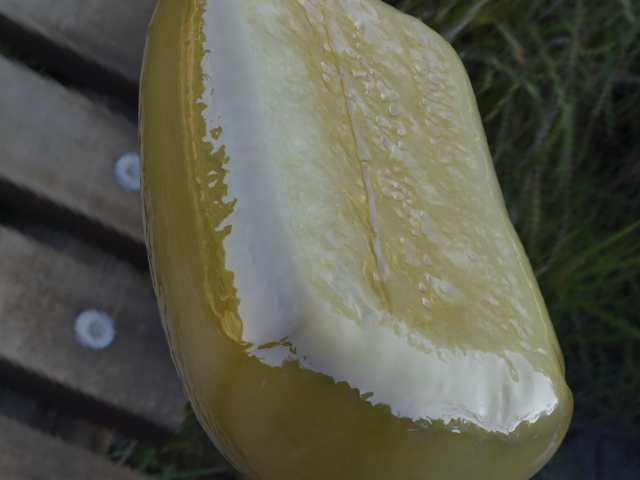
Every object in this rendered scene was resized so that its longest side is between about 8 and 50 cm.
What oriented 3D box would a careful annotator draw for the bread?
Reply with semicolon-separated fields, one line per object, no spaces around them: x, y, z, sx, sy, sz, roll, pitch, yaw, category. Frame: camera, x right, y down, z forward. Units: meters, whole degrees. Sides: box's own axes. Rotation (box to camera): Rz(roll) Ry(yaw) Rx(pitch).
0.000;0.000;0.587;0.147;0.098;0.217;25;37;-33;bread
